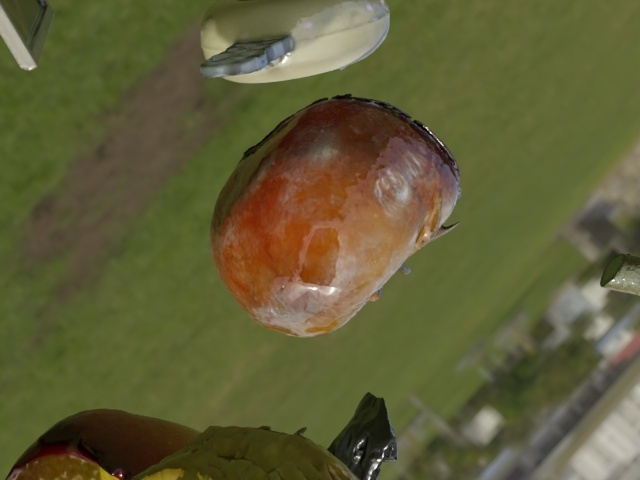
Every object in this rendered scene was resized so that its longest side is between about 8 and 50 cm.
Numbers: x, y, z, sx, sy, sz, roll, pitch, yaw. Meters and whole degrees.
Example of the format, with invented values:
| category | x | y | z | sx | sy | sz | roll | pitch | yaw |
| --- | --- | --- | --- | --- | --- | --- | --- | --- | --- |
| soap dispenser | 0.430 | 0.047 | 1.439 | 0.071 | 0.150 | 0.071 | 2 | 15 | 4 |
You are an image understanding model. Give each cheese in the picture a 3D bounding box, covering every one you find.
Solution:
| category | x | y | z | sx | sy | sz | roll | pitch | yaw |
| --- | --- | --- | --- | --- | --- | --- | --- | --- | --- |
| cheese | -0.052 | -0.165 | 1.625 | 0.163 | 0.071 | 0.249 | 2 | -162 | 37 |

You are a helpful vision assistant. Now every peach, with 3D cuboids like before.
| category | x | y | z | sx | sy | sz | roll | pitch | yaw |
| --- | --- | --- | --- | --- | --- | --- | --- | --- | --- |
| peach | -0.208 | 0.389 | 2.256 | 0.335 | 0.406 | 0.310 | -14 | 177 | 20 |

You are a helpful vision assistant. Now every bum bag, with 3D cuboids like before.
| category | x | y | z | sx | sy | sz | roll | pitch | yaw |
| --- | --- | --- | --- | --- | --- | --- | --- | --- | --- |
| bum bag | 0.015 | 0.308 | 2.307 | 0.137 | 0.074 | 0.310 | -95 | -150 | -65 |

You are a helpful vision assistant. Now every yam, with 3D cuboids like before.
| category | x | y | z | sx | sy | sz | roll | pitch | yaw |
| --- | --- | --- | --- | --- | --- | --- | --- | --- | --- |
| yam | 0.347 | 0.038 | 2.092 | 0.043 | 0.094 | 0.043 | -169 | -90 | -83 |

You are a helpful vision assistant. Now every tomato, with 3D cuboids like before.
| category | x | y | z | sx | sy | sz | roll | pitch | yaw |
| --- | --- | --- | --- | --- | --- | --- | --- | --- | --- |
| tomato | 0.000 | 0.000 | 1.631 | 0.214 | 0.180 | 0.155 | -49 | -171 | 43 |

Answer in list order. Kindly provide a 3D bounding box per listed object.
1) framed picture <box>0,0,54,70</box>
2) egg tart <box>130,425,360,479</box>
| category | x | y | z | sx | sy | sz | roll | pitch | yaw |
| --- | --- | --- | --- | --- | --- | --- | --- | --- | --- |
| framed picture | -0.329 | -0.285 | 1.935 | 0.020 | 0.211 | 0.289 | -28 | -164 | 4 |
| egg tart | -0.052 | 0.287 | 1.130 | 0.153 | 0.352 | 0.339 | 6 | 162 | -35 |
